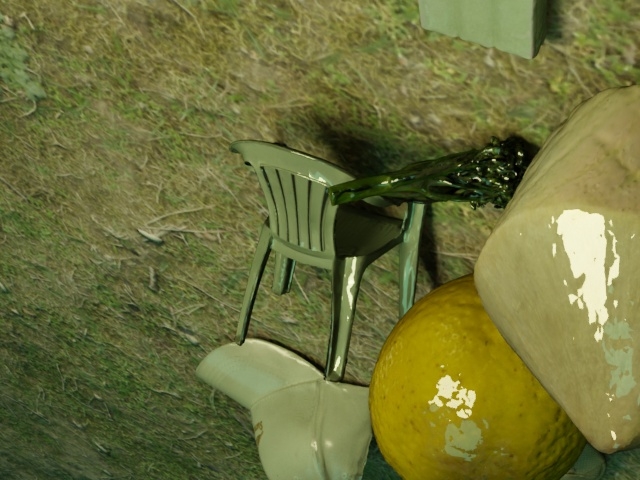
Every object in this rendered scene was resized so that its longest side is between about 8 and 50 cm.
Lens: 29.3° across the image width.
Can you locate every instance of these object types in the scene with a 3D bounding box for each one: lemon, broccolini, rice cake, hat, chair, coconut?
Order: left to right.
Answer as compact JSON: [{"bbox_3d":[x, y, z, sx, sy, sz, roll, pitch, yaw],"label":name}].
[{"bbox_3d":[-0.064,0.279,1.826,0.301,0.168,0.258,30,149,4],"label":"hat"},{"bbox_3d":[0.000,0.000,1.361,0.203,0.190,0.274,17,117,24],"label":"chair"},{"bbox_3d":[0.109,-0.068,1.210,0.203,0.068,0.091,1,157,0],"label":"broccolini"},{"bbox_3d":[0.128,-0.255,1.004,0.127,0.043,0.237,18,147,25],"label":"rice cake"},{"bbox_3d":[0.180,0.173,1.356,0.253,0.253,0.310,30,134,5],"label":"lemon"},{"bbox_3d":[0.281,0.038,1.008,0.329,0.328,0.328,24,148,16],"label":"coconut"}]

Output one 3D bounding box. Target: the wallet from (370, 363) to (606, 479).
[{"bbox_3d":[0.226,0.250,1.612,0.335,0.068,0.275,36,152,-2],"label":"wallet"}]
